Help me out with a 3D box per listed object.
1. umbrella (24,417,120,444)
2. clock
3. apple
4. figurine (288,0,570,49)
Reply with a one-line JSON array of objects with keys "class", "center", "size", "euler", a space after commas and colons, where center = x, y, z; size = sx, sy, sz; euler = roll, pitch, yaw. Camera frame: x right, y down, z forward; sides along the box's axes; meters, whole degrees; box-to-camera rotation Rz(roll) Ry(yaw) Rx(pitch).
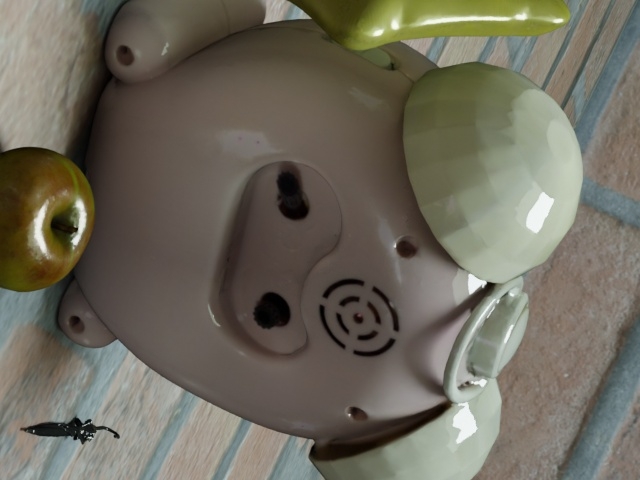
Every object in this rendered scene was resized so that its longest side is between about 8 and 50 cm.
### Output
[{"class": "umbrella", "center": [-0.198, 0.148, 1.379], "size": [0.022, 0.022, 0.149], "euler": [-62, 156, 3]}, {"class": "clock", "center": [0.000, 0.000, 1.227], "size": [0.184, 0.325, 0.342], "euler": [-47, 157, -48]}, {"class": "apple", "center": [-0.179, -0.014, 1.065], "size": [0.089, 0.074, 0.089], "euler": [-57, 161, -32]}, {"class": "figurine", "center": [0.096, -0.335, 1.083], "size": [0.361, 0.266, 0.378], "euler": [-21, 133, -48]}]
